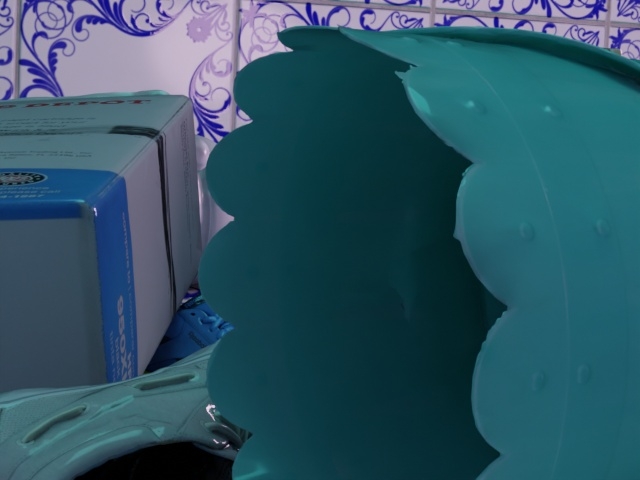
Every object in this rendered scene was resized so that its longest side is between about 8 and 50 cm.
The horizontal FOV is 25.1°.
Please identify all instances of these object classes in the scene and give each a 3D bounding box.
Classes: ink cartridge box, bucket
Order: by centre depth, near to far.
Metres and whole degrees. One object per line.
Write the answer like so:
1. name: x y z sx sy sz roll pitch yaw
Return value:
1. bucket: 0.076 0.031 0.692 0.183 0.281 0.281 -5 8 -28
2. ink cartridge box: -0.258 0.004 1.072 0.285 0.166 0.395 -2 15 5

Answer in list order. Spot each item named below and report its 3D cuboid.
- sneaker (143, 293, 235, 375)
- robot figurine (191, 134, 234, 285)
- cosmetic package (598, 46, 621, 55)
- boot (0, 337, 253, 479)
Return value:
1. sneaker: -0.084 0.087 1.160 0.069 0.082 0.209 1 6 -43
2. robot figurine: -0.243 -0.039 1.843 0.353 0.199 0.300 -1 -28 -26
3. cosmetic package: 0.215 -0.038 1.439 0.113 0.309 0.160 1 6 -8
4. boot: -0.068 0.120 0.814 0.258 0.095 0.123 -11 18 -33
